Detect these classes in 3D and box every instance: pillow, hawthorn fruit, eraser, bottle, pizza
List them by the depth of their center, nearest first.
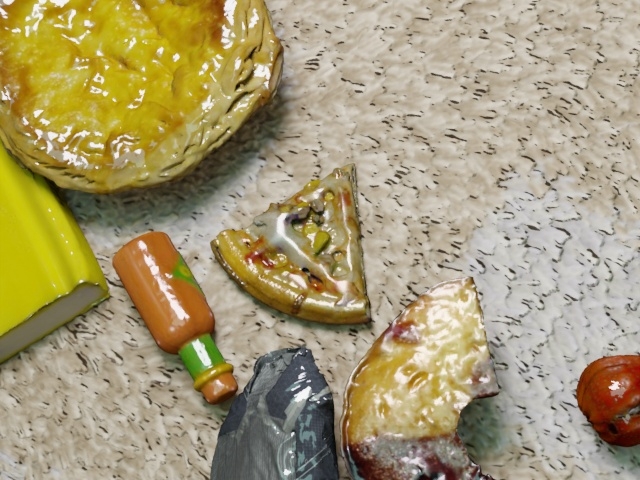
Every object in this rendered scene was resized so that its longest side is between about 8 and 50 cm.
[{"bbox_3d":[0.284,0.144,1.089,0.093,0.093,0.093,-3,75,11],"label":"hawthorn fruit"},{"bbox_3d":[-0.035,0.265,1.098,0.161,0.092,0.335,-19,68,42],"label":"pillow"},{"bbox_3d":[-0.142,0.082,1.201,0.069,0.069,0.187,-32,73,2],"label":"bottle"},{"bbox_3d":[0.000,0.000,1.209,0.184,0.036,0.176,36,84,18],"label":"pizza"},{"bbox_3d":[-0.341,0.002,1.261,0.158,0.069,0.226,-33,72,4],"label":"eraser"}]

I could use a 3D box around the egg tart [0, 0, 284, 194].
[{"bbox_3d":[-0.203,-0.196,1.254,0.341,0.129,0.341,-2,74,8],"label":"egg tart"}]

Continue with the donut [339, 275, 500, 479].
[{"bbox_3d":[0.104,0.200,1.097,0.151,0.112,0.295,-13,72,10],"label":"donut"}]
